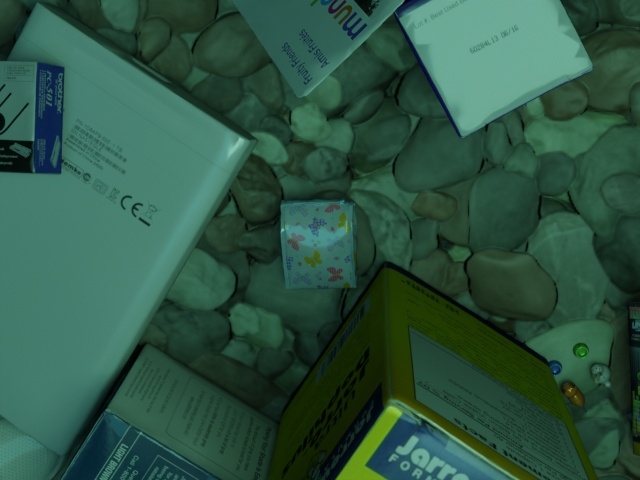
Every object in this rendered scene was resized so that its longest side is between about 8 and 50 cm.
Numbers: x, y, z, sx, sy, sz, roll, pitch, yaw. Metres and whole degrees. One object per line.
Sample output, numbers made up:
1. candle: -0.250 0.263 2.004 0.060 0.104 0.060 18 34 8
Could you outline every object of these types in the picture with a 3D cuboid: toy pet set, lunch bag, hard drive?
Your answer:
1. toy pet set: 0.299 0.140 1.048 0.122 0.065 0.114 -36 100 11
2. lunch bag: 0.000 0.000 1.035 0.071 0.053 0.083 -3 114 6
3. hard drive: -0.244 -0.006 1.029 0.233 0.047 0.353 34 103 6

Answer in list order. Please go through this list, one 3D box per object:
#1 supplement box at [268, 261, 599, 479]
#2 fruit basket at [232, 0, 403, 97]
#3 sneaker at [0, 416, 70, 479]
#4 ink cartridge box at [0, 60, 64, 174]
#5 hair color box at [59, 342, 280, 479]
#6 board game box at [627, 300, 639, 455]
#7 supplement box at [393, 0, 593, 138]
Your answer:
1. supplement box: 0.083 0.187 0.922 0.194 0.356 0.195 32 103 -5
2. fruit basket: 0.047 -0.312 0.830 0.353 0.327 0.165 -40 131 9
3. sneaker: -0.384 0.264 1.063 0.292 0.169 0.108 -26 100 8
4. ink cartridge box: -0.329 -0.111 0.989 0.207 0.046 0.097 4 93 20
5. hair color box: -0.059 0.252 1.039 0.347 0.174 0.105 32 105 -5
6. board game box: 0.367 0.122 1.008 0.170 0.048 0.141 -1 88 -16
7. supplement box: 0.130 -0.172 0.898 0.111 0.220 0.114 -28 103 10
